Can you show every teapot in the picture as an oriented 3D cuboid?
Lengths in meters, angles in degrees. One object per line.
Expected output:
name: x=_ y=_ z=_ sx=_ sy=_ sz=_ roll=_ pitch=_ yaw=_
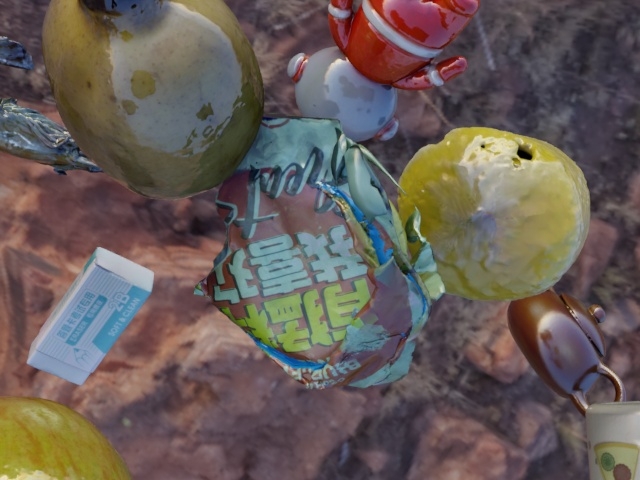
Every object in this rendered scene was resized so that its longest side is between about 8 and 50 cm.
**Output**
teapot: x=0.371 y=0.155 z=1.581 sx=0.135 sy=0.252 sz=0.178 roll=-38 pitch=145 yaw=12

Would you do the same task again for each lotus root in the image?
lotus root: x=-0.137 y=-0.145 z=0.852 sx=0.183 sy=0.183 sz=0.310 roll=-46 pitch=165 yaw=-14

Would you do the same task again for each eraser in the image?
eraser: x=-0.339 y=0.113 z=1.575 sx=0.096 sy=0.052 sz=0.225 roll=27 pitch=121 yaw=-22

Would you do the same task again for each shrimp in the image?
shrimp: x=-0.359 y=-0.164 z=1.298 sx=0.296 sy=0.058 sz=0.169 roll=16 pitch=133 yaw=-20

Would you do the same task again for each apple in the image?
apple: x=-0.372 y=0.361 z=1.280 sx=0.340 sy=0.340 sz=0.339 roll=-13 pitch=114 yaw=-32

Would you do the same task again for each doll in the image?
doll: x=0.067 y=-0.230 z=1.410 sx=0.200 sy=0.336 sz=0.105 roll=31 pitch=43 yaw=-10

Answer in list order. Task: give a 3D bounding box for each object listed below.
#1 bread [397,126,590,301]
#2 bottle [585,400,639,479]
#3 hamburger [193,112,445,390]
bread: x=0.192 y=-0.031 z=1.157 sx=0.170 sy=0.197 sz=0.197 roll=-19 pitch=121 yaw=-63
bottle: x=0.298 y=0.267 z=0.936 sx=0.120 sy=0.120 sz=0.253 roll=5 pitch=80 yaw=-37
hamburger: x=0.007 y=-0.005 z=1.057 sx=0.150 sy=0.261 sz=0.275 roll=-29 pitch=130 yaw=-50
